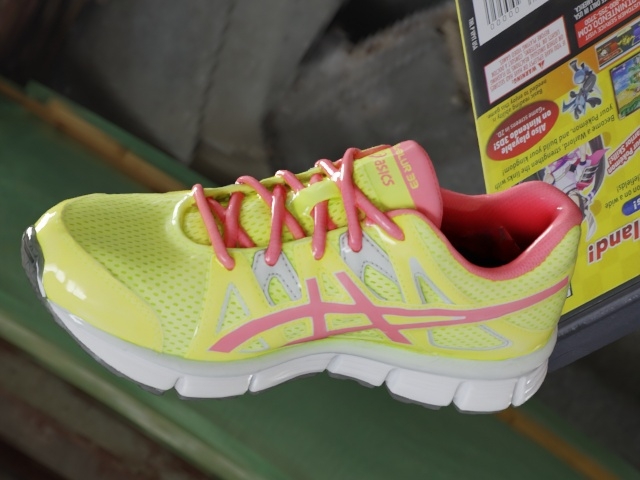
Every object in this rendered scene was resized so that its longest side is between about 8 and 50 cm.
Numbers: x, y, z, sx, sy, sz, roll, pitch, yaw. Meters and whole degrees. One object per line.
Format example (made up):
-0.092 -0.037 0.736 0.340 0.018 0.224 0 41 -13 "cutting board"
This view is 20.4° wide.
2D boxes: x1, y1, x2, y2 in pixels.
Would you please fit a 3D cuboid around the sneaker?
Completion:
0.000 0.000 0.622 0.209 0.094 0.081 5 -140 -26 "sneaker"

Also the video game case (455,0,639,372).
0.186 -0.098 0.885 0.035 0.275 0.248 20 -128 -38 "video game case"
